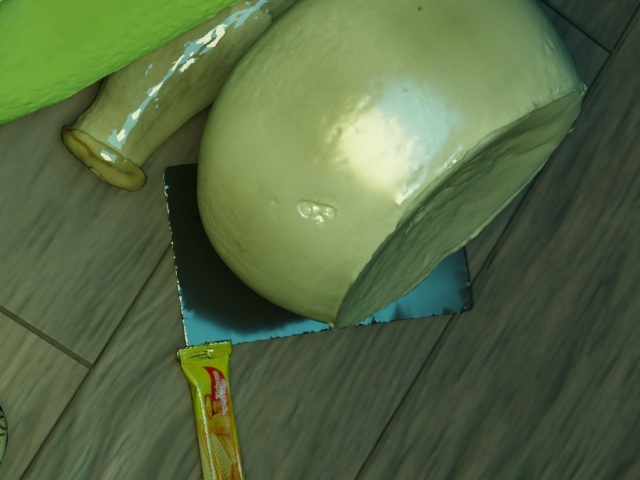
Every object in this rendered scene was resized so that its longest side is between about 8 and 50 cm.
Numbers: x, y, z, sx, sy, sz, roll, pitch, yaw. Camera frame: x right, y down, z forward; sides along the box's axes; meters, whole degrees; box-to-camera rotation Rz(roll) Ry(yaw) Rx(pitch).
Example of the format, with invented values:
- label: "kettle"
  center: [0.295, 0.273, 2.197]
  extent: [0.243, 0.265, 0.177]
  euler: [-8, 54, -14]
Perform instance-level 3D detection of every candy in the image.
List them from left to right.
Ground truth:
- label: "candy"
  center: [-0.192, -0.201, 1.370]
  extent: [0.343, 0.142, 0.132]
  euler: [-27, 58, 2]

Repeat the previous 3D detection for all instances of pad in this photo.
- label: "pad"
  center: [0.000, 0.000, 1.527]
  extent: [0.265, 0.009, 0.160]
  euler: [-7, 89, -17]

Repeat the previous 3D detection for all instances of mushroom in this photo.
- label: "mushroom"
  center: [-0.110, -0.148, 1.451]
  extent: [0.247, 0.096, 0.108]
  euler: [-43, 101, -9]

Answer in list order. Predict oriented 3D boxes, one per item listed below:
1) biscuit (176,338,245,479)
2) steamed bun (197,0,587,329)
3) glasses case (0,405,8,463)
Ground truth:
- label: "biscuit"
  center: [-0.078, 0.231, 1.488]
  extent: [0.048, 0.026, 0.292]
  euler: [-10, 92, -25]
- label: "steamed bun"
  center: [0.042, -0.091, 1.384]
  extent: [0.324, 0.324, 0.206]
  euler: [-39, 76, -15]
- label: "glasses case"
  center: [-0.406, 0.098, 1.355]
  extent: [0.354, 0.085, 0.137]
  euler: [34, 80, -15]
